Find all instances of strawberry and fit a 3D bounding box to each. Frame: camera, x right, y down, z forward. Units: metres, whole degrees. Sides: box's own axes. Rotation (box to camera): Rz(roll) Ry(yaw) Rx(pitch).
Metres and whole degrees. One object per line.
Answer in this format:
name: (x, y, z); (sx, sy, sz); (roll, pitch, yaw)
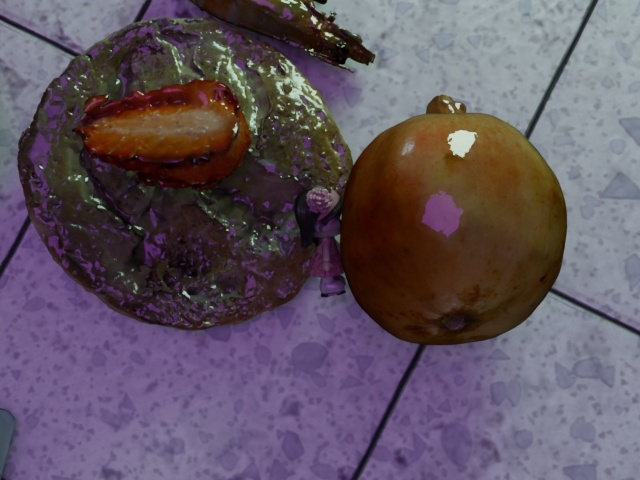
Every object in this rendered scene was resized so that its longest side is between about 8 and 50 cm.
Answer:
strawberry: (-0.169, -0.114, 0.985); (0.188, 0.082, 0.121); (3, 61, 7)

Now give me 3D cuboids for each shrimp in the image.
shrimp: (-0.049, -0.308, 1.092); (0.287, 0.063, 0.152); (28, 63, -1)

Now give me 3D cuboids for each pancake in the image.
pancake: (-0.156, -0.080, 1.055); (0.386, 0.082, 0.387); (0, 86, -2)

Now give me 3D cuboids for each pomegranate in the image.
pomegranate: (0.134, -0.029, 0.951); (0.229, 0.252, 0.270); (1, 62, -4)

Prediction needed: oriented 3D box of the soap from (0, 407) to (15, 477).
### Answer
soap: (-0.460, 0.309, 1.029); (0.150, 0.094, 0.261); (12, 85, 11)

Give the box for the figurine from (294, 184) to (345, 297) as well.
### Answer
figurine: (0.000, 0.000, 0.996); (0.054, 0.072, 0.129); (-4, 105, 5)
